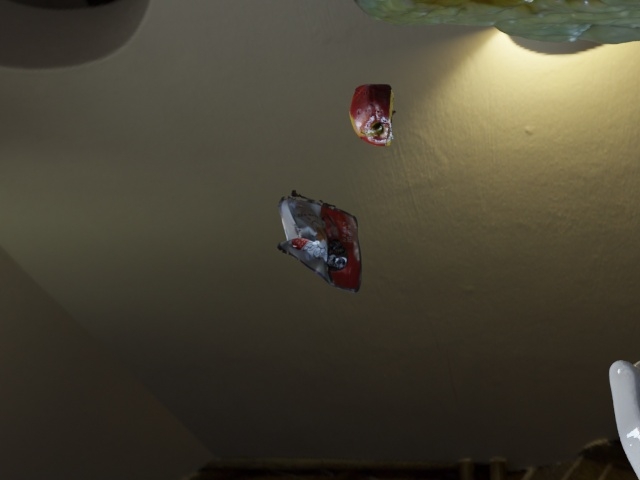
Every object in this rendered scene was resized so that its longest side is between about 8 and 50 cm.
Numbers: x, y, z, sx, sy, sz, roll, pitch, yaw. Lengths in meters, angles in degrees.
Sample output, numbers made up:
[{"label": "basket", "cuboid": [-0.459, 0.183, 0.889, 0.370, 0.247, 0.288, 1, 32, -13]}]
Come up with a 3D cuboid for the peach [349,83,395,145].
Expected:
[{"label": "peach", "cuboid": [0.058, -0.143, 0.755, 0.050, 0.077, 0.083, 2, -138, 11]}]

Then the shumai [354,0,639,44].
[{"label": "shumai", "cuboid": [0.089, -0.195, 0.268, 0.189, 0.256, 0.218, -2, -86, 0]}]

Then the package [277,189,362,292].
[{"label": "package", "cuboid": [0.000, 0.000, 1.543, 0.071, 0.269, 0.194, -3, -106, 37]}]

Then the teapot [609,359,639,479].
[{"label": "teapot", "cuboid": [0.256, 0.218, 0.429, 0.139, 0.204, 0.298, 12, -125, -8]}]
